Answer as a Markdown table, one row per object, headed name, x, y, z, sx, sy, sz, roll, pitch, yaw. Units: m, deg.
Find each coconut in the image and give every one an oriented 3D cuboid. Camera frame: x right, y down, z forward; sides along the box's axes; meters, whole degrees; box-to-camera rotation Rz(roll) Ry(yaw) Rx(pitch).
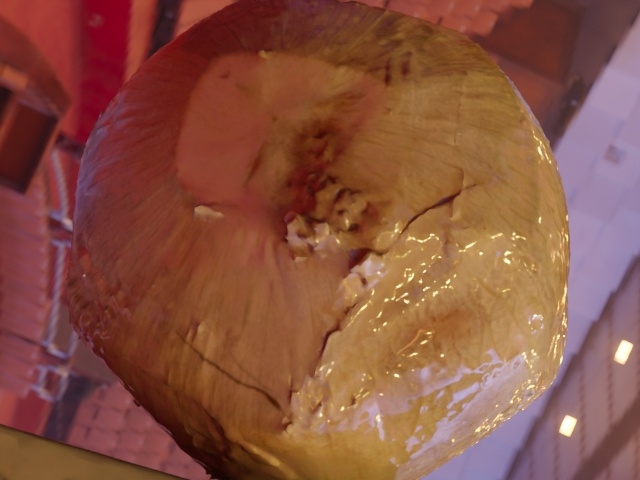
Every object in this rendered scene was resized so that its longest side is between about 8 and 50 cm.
| name | x | y | z | sx | sy | sz | roll | pitch | yaw |
| --- | --- | --- | --- | --- | --- | --- | --- | --- | --- |
| coconut | 0.000 | 0.000 | 0.739 | 0.297 | 0.297 | 0.254 | -67 | 151 | -19 |

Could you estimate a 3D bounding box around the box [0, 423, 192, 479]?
| name | x | y | z | sx | sy | sz | roll | pitch | yaw |
| --- | --- | --- | --- | --- | --- | --- | --- | --- | --- |
| box | -0.100 | 0.201 | 0.763 | 0.373 | 0.367 | 0.090 | 129 | -23 | -70 |
